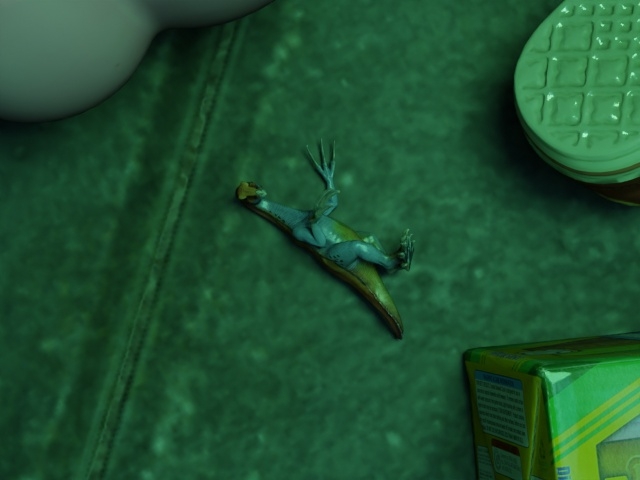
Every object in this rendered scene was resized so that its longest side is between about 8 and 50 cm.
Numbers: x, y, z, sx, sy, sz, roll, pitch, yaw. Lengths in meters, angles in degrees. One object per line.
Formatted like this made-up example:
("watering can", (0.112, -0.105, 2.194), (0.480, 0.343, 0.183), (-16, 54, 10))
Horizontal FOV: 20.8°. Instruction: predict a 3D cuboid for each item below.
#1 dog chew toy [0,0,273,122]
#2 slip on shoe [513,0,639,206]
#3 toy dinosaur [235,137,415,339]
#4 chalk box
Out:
("dog chew toy", (-0.060, -0.185, 0.716), (0.206, 0.206, 0.332), (43, 91, -6))
("slip on shoe", (0.234, -0.133, 0.784), (0.331, 0.101, 0.123), (-39, 61, 3))
("toy dinosaur", (0.000, 0.000, 0.794), (0.082, 0.047, 0.090), (6, 98, 9))
("chalk box", (0.186, 0.103, 0.775), (0.213, 0.132, 0.132), (-6, 89, -11))
